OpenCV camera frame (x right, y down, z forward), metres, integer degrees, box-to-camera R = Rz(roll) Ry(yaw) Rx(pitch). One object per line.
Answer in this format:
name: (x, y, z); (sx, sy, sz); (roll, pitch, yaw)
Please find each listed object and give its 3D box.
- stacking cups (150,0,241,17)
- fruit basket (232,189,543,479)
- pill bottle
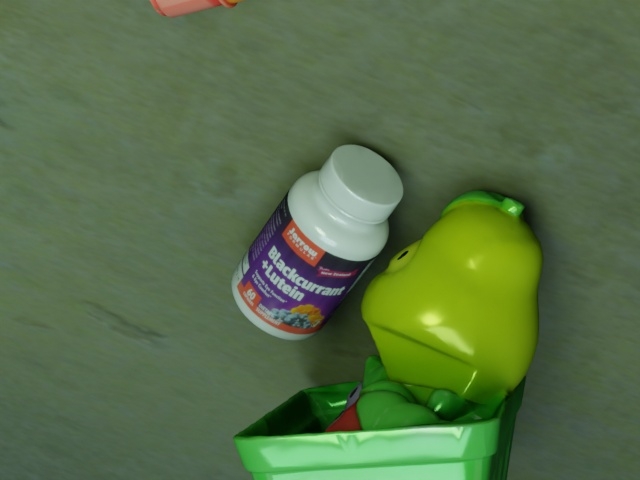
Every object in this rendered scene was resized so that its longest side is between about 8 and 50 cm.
stacking cups: (0.001, -0.254, 1.485); (0.316, 0.096, 0.096); (-15, 126, 22)
fruit basket: (0.085, 0.138, 1.674); (0.283, 0.392, 0.392); (-5, 128, 11)
pill bottle: (0.000, 0.000, 1.678); (0.108, 0.108, 0.193); (26, 128, -13)
